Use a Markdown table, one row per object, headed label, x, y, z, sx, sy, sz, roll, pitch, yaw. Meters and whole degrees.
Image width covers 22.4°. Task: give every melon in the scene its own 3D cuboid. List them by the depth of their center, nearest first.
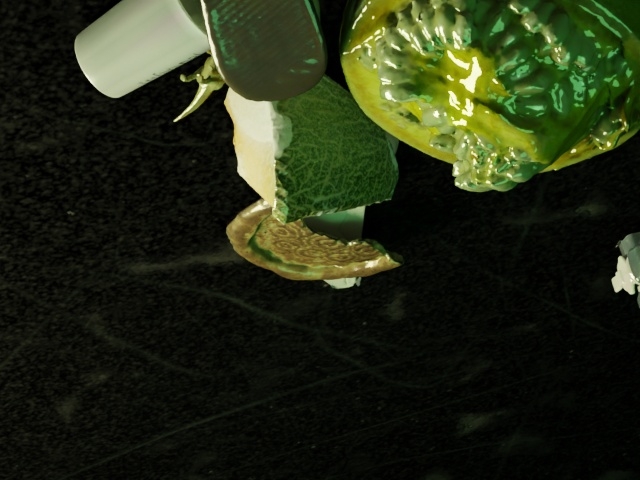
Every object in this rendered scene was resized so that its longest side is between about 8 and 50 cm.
| label | x | y | z | sx | sy | sz | roll | pitch | yaw |
| --- | --- | --- | --- | --- | --- | --- | --- | --- | --- |
| melon | -0.017 | -0.068 | 1.411 | 0.093 | 0.139 | 0.202 | -21 | 130 | 42 |

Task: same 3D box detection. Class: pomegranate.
| label | x | y | z | sx | sy | sz | roll | pitch | yaw |
| --- | --- | --- | --- | --- | --- | --- | --- | --- | --- |
| pomegranate | 0.117 | -0.185 | 1.230 | 0.260 | 0.260 | 0.341 | -36 | 115 | 28 |

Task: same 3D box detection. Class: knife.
| label | x | y | z | sx | sy | sz | roll | pitch | yaw |
| --- | --- | --- | --- | --- | --- | --- | --- | --- | --- |
| knife | 0.019 | -0.026 | 1.601 | 0.081 | 0.043 | 0.336 | -4 | 149 | -9 |

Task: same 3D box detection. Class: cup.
| label | x | y | z | sx | sy | sz | roll | pitch | yaw |
| --- | --- | --- | --- | --- | --- | --- | --- | --- | --- |
| cup | -0.125 | -0.167 | 1.293 | 0.116 | 0.074 | 0.104 | -29 | 175 | 26 |

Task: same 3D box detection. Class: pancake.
| label | x | y | z | sx | sy | sz | roll | pitch | yaw |
| --- | --- | --- | --- | --- | --- | --- | --- | --- | --- |
| pancake | 0.000 | 0.000 | 1.611 | 0.191 | 0.020 | 0.184 | 7 | 153 | -16 |

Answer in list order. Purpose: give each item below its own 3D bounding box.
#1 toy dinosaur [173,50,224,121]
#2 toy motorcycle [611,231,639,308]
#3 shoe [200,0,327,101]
| label | x | y | z | sx | sy | sz | roll | pitch | yaw |
| --- | --- | --- | --- | --- | --- | --- | --- | --- | --- |
| toy dinosaur | -0.099 | -0.137 | 1.377 | 0.113 | 0.026 | 0.041 | -46 | 156 | 26 |
| toy motorcycle | 0.438 | 0.012 | 1.801 | 0.221 | 0.102 | 0.150 | -13 | 161 | -7 |
| shoe | -0.066 | -0.232 | 1.177 | 0.103 | 0.098 | 0.275 | -12 | 130 | 7 |
